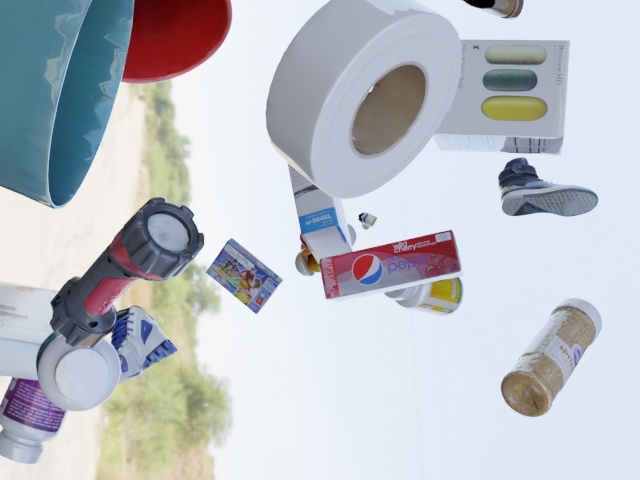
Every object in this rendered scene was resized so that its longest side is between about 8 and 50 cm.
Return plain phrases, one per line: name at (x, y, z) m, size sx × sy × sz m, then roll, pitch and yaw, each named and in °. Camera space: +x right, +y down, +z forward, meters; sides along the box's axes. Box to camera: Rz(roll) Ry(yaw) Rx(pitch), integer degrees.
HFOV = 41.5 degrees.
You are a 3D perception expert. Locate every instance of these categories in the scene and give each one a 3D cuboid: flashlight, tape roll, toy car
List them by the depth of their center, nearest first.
tape roll at (0.064, -0.200, 1.159) m, size 0.100 × 0.286 × 0.286 m, roll 40°, pitch -38°, yaw 30°
flashlight at (-0.275, 0.059, 1.172) m, size 0.304 × 0.103 × 0.103 m, roll -42°, pitch -137°, yaw 40°
toy car at (0.000, 0.000, 2.255) m, size 0.136 × 0.159 × 0.182 m, roll 59°, pitch 25°, yaw -23°

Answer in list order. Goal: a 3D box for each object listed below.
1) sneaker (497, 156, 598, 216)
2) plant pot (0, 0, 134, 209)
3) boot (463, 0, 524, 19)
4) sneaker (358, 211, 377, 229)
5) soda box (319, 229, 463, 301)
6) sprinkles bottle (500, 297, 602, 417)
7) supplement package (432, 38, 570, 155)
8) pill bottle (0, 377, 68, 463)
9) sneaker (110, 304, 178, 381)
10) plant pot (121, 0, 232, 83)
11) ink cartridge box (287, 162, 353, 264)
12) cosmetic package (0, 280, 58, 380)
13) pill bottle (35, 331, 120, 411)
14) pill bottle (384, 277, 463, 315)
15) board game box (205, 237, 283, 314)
sneaker at (0.535, -0.132, 2.014) m, size 0.163 × 0.226 × 0.086 m, roll -88°, pitch 179°, yaw -52°
plant pot at (-0.368, -0.207, 0.951) m, size 0.293 × 0.235 × 0.293 m, roll -164°, pitch -90°, yaw -84°
boot at (0.394, -0.671, 2.220) m, size 0.305 × 0.115 × 0.112 m, roll 47°, pitch -50°, yaw 44°
sneaker at (0.096, -0.046, 1.795) m, size 0.032 × 0.037 × 0.083 m, roll -60°, pitch -177°, yaw -12°
soda box at (0.135, 0.051, 1.613) m, size 0.092 × 0.263 × 0.084 m, roll 32°, pitch 47°, yaw -75°
sprinkles bottle at (0.540, 0.265, 1.961) m, size 0.121 × 0.355 × 0.121 m, roll 19°, pitch -55°, yaw 29°
supplement package at (0.376, -0.296, 1.759) m, size 0.198 × 0.262 × 0.200 m, roll 19°, pitch 75°, yaw -75°
pill bottle at (-0.728, 0.411, 2.178) m, size 0.169 × 0.169 × 0.302 m, roll 169°, pitch -57°, yaw -79°
sneaker at (-0.536, 0.284, 2.312) m, size 0.182 × 0.127 × 0.315 m, roll 62°, pitch 26°, yaw -1°
plant pot at (-0.309, -0.448, 1.438) m, size 0.275 × 0.274 × 0.243 m, roll 107°, pitch -35°, yaw -60°
ink cartridge box at (0.000, -0.074, 1.828) m, size 0.148 × 0.085 × 0.203 m, roll 59°, pitch 18°, yaw -59°
cosmetic package at (-0.742, 0.189, 1.923) m, size 0.377 × 0.284 × 0.098 m, roll 40°, pitch -66°, yaw 65°
pill bottle at (-0.452, 0.237, 1.575) m, size 0.264 × 0.146 × 0.146 m, roll 173°, pitch -86°, yaw -70°
pill bottle at (0.243, 0.113, 2.040) m, size 0.117 × 0.208 × 0.118 m, roll -14°, pitch -110°, yaw 42°
board game box at (-0.226, 0.106, 2.504) m, size 0.136 × 0.201 × 0.035 m, roll -52°, pitch 175°, yaw 25°
